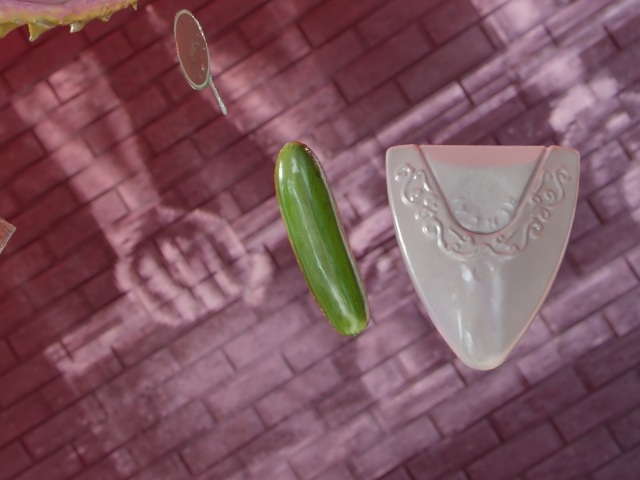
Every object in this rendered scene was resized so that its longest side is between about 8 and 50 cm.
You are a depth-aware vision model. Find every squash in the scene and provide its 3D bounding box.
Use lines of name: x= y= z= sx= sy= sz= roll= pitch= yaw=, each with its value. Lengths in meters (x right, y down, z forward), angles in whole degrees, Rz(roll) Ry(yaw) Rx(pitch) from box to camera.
squash: x=-0.001 y=0.000 z=2.019 sx=0.082 sy=0.292 sz=0.082 roll=-19 pitch=-1 yaw=0

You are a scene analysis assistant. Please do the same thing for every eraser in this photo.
eraser: x=0.168 y=0.011 z=1.443 sx=0.204 sy=0.243 sz=0.059 roll=0 pitch=-22 yaw=4

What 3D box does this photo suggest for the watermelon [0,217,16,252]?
watermelon: x=-0.549 y=0.039 z=1.861 sx=0.387 sy=0.258 sz=0.228 roll=17 pitch=-77 yaw=-55

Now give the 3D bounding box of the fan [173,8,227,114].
fan: x=-0.123 y=-0.179 z=1.447 sx=0.005 sy=0.133 sz=0.085 roll=-17 pitch=-30 yaw=-25

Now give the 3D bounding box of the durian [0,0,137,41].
durian: x=-0.232 y=-0.265 z=1.166 sx=0.112 sy=0.191 sz=0.341 roll=11 pitch=41 yaw=31
